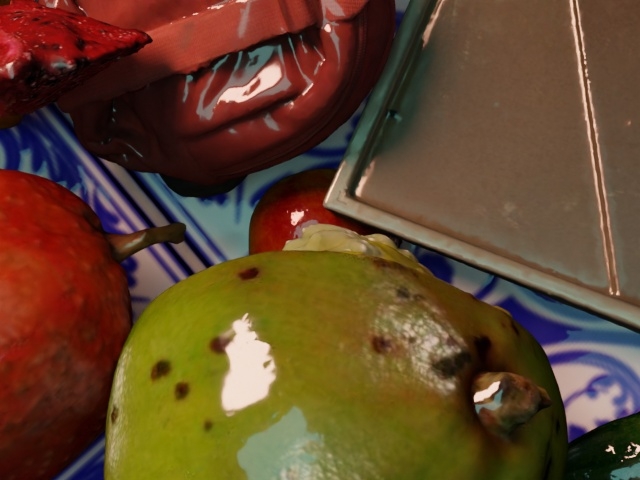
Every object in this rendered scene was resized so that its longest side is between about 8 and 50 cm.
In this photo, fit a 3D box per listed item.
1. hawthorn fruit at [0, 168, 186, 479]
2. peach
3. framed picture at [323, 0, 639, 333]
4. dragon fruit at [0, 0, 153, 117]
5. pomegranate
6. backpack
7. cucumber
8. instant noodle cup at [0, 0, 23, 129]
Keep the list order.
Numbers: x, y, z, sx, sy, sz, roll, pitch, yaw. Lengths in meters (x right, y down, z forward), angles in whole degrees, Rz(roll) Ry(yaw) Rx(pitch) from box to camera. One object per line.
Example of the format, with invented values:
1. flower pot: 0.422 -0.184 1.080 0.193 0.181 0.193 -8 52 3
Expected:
1. hawthorn fruit: -0.195 0.049 1.049 0.253 0.205 0.205 -37 81 -3
2. peach: -0.001 0.000 1.074 0.098 0.061 0.098 -2 80 14
3. framed picture: 0.169 -0.122 1.038 0.241 0.020 0.324 20 82 11
4. dragon fruit: -0.164 -0.107 0.962 0.097 0.131 0.063 -25 93 26
5. pomegranate: -0.014 0.138 0.989 0.341 0.260 0.260 -43 79 35
6. backpack: -0.060 -0.141 1.045 0.229 0.139 0.229 0 89 24
7. cucumber: 0.248 0.124 1.020 0.227 0.069 0.069 -8 86 8
8. instant noodle cup: -0.267 -0.177 1.071 0.216 0.216 0.172 11 81 12
